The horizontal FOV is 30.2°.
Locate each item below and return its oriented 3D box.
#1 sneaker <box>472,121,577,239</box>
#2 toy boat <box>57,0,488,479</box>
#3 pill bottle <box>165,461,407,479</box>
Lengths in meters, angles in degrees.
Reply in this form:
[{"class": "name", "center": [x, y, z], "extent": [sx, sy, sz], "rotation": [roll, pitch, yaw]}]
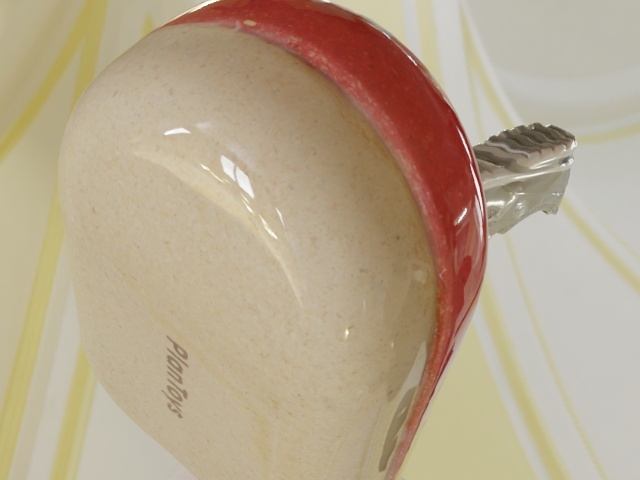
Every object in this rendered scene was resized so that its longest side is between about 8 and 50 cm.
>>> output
[{"class": "sneaker", "center": [0.158, -0.037, 1.277], "extent": [0.281, 0.115, 0.105], "rotation": [-15, -152, -19]}, {"class": "toy boat", "center": [0.000, 0.000, 0.445], "extent": [0.151, 0.231, 0.151], "rotation": [38, -119, 16]}, {"class": "pill bottle", "center": [0.010, 0.313, 1.127], "extent": [0.224, 0.392, 0.224], "rotation": [-6, -113, 16]}]
